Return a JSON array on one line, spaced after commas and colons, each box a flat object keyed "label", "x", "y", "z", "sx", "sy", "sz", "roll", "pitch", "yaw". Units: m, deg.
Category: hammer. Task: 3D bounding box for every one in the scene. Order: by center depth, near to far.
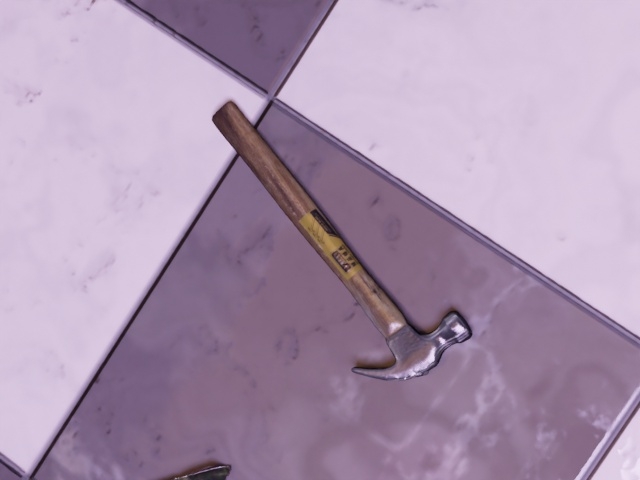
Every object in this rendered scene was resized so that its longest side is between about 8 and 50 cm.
[{"label": "hammer", "x": 0.000, "y": 0.000, "z": 0.825, "sx": 0.062, "sy": 0.017, "sz": 0.182, "roll": -42, "pitch": 77, "yaw": 9}]

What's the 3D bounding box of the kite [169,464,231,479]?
[{"label": "kite", "x": -0.112, "y": 0.220, "z": 0.845, "sx": 0.189, "sy": 0.009, "sz": 0.232, "roll": 23, "pitch": 94, "yaw": 13}]
